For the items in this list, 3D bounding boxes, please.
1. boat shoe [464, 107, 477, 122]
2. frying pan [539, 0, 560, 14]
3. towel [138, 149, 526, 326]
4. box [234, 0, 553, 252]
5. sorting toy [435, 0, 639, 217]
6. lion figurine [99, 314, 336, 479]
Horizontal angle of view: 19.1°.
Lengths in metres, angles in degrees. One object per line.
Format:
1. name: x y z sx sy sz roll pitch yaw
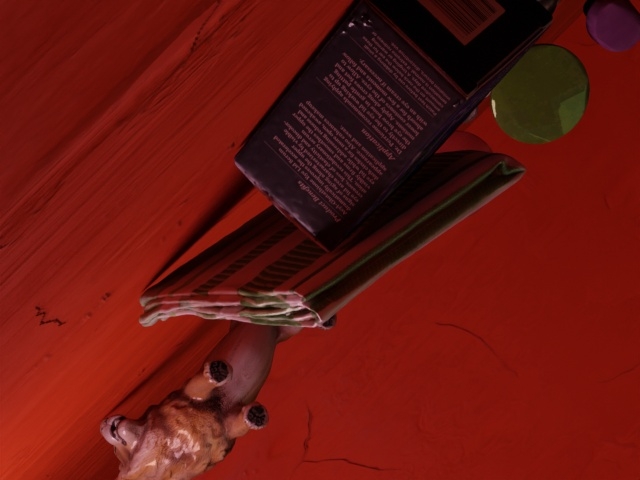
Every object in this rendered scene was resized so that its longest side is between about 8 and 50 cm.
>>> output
1. boat shoe: 0.113 -0.148 1.845 0.114 0.091 0.302 -47 176 30
2. frying pan: 0.254 -0.277 2.390 0.197 0.053 0.326 -46 174 38
3. towel: 0.000 0.000 1.605 0.248 0.038 0.325 -36 -166 -26
4. box: 0.054 -0.113 1.448 0.153 0.108 0.207 -43 175 -46
5. sorting toy: 0.238 -0.181 2.375 0.365 0.127 0.126 -43 -156 4
6. lion figurine: -0.104 0.151 2.409 0.392 0.142 0.240 -48 -175 -28
